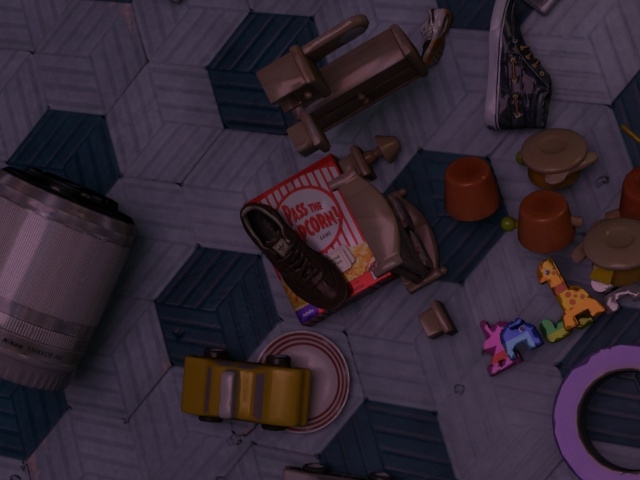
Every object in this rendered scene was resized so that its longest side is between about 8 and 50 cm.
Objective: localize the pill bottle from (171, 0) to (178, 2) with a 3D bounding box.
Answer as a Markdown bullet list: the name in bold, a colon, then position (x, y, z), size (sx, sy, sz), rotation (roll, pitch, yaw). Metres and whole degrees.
- **pill bottle**: position (-0.211, -0.395, 1.934), size (0.043, 0.043, 0.083), rotation (28, 92, 19)

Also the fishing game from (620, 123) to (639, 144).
- **fishing game**: position (0.504, -0.185, 1.628), size (0.264, 0.041, 0.189), rotation (-35, 68, -12)

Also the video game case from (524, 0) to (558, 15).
- **video game case**: position (0.300, -0.429, 1.783), size (0.173, 0.022, 0.190), rotation (42, 96, 19)

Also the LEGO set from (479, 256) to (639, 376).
- **LEGO set**: position (0.292, 0.080, 1.685), size (0.227, 0.087, 0.093), rotation (-29, 75, 11)

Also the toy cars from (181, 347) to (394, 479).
- **toy cars**: position (-0.044, 0.279, 1.753), size (0.176, 0.087, 0.393), rotation (-46, 77, 13)

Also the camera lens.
- **camera lens**: position (-0.400, 0.047, 1.845), size (0.219, 0.219, 0.274), rotation (24, 91, 19)

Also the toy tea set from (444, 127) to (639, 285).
- **toy tea set**: position (0.318, -0.031, 1.681), size (0.336, 0.124, 0.200), rotation (27, 57, 37)

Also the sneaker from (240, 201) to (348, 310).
- **sneaker**: position (-0.044, 0.023, 1.760), size (0.188, 0.071, 0.066), rotation (44, 97, 19)

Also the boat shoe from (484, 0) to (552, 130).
- **boat shoe**: position (0.268, -0.237, 1.749), size (0.083, 0.065, 0.183), rotation (3, 91, 17)

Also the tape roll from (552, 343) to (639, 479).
- **tape roll**: position (0.388, 0.225, 1.638), size (0.189, 0.080, 0.189), rotation (-3, 81, 18)

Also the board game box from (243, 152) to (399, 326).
- **board game box**: position (0.000, 0.000, 1.812), size (0.147, 0.045, 0.193), rotation (-30, 75, 12)

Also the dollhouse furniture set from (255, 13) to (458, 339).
- **dollhouse furniture set**: position (0.109, -0.075, 1.651), size (0.174, 0.303, 0.355), rotation (-30, 75, 11)

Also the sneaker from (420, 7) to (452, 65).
- **sneaker**: position (0.152, -0.280, 1.811), size (0.037, 0.032, 0.083), rotation (17, 83, 33)

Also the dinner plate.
- **dinner plate**: position (-0.025, 0.195, 1.810), size (0.141, 0.017, 0.141), rotation (-3, 82, 19)
